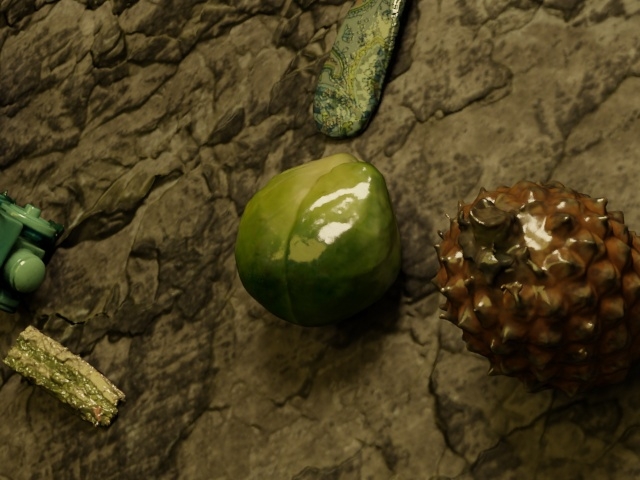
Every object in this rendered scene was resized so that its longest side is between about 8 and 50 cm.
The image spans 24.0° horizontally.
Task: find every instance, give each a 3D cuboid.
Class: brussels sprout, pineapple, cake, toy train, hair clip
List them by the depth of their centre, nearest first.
[{"bbox_3d":[0.157,0.025,1.101,0.166,0.193,0.166,-19,52,26],"label":"pineapple"},{"bbox_3d":[0.000,0.003,1.283,0.155,0.117,0.155,-12,39,10],"label":"brussels sprout"},{"bbox_3d":[0.051,-0.201,1.392,0.066,0.036,0.229,18,81,35],"label":"hair clip"},{"bbox_3d":[-0.248,0.131,1.455,0.140,0.055,0.051,28,81,40],"label":"cake"},{"bbox_3d":[-0.373,-0.013,1.541,0.203,0.163,0.112,26,88,40],"label":"toy train"}]
